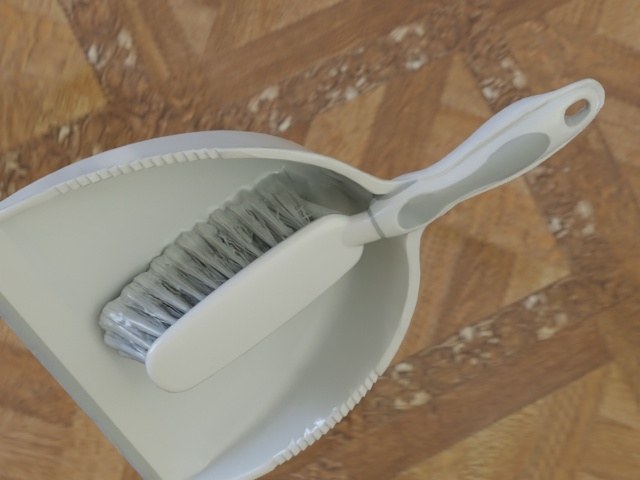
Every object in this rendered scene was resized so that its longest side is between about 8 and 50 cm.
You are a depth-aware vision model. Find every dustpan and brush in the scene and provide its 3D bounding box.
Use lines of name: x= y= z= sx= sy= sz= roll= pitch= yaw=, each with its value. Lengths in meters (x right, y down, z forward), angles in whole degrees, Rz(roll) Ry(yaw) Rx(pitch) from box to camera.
dustpan and brush: x=0.000 y=0.000 z=0.557 sx=0.211 sy=0.060 sz=0.147 roll=-36 pitch=122 yaw=-1
